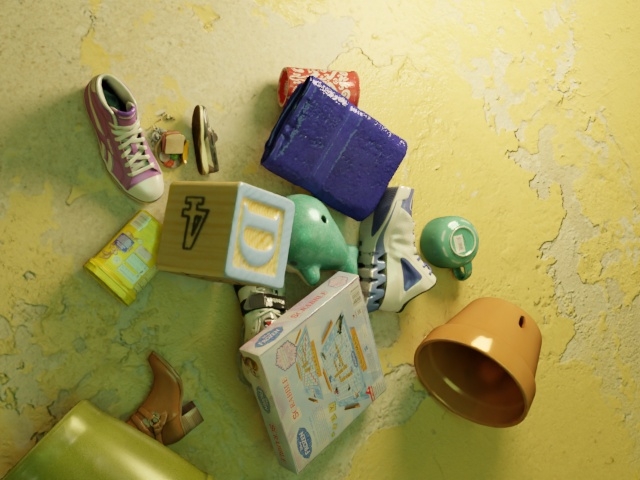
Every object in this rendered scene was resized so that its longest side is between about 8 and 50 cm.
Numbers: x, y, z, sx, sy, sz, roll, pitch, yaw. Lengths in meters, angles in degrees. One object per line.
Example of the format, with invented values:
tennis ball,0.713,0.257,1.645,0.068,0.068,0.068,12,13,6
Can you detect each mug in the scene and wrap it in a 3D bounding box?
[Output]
mug,-0.006,-0.326,1.825,0.169,0.113,0.150,4,76,-20
mug,0.336,0.011,1.967,0.157,0.097,0.129,33,76,-19

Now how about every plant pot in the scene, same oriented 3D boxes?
plant pot,-0.411,0.503,1.512,0.353,0.366,0.366,44,72,-4
plant pot,0.396,0.272,1.902,0.291,0.291,0.203,50,55,-14

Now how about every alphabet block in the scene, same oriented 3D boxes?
alphabet block,-0.194,-0.011,1.650,0.192,0.197,0.194,20,77,-52

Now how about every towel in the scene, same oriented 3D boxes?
towel,0.031,-0.202,1.801,0.308,0.076,0.228,30,93,-29

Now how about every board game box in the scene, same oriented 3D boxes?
board game box,-0.004,0.282,1.731,0.318,0.065,0.319,-35,122,-37

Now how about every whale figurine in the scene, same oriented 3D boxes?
whale figurine,0.000,0.000,1.788,0.272,0.141,0.216,29,49,-30

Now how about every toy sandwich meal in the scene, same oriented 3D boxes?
toy sandwich meal,-0.316,-0.195,1.717,0.085,0.029,0.086,-11,110,-31

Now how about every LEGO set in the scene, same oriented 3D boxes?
LEGO set,-0.343,-0.240,1.722,0.054,0.023,0.083,11,83,-23

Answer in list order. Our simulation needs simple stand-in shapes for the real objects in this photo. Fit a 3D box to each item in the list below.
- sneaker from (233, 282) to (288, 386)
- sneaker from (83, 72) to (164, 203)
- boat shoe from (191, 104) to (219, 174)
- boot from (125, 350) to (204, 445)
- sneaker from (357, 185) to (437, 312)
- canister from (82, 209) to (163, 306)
sneaker,-0.116,0.160,1.742,0.122,0.146,0.331,-2,87,-22
sneaker,-0.397,-0.205,1.625,0.102,0.161,0.282,-32,102,-23
boat shoe,-0.251,-0.221,1.750,0.049,0.056,0.152,-7,100,-28
boot,-0.353,0.346,1.671,0.152,0.073,0.197,-31,97,-17
sneaker,0.188,0.035,1.899,0.182,0.127,0.316,14,89,-26
canister,-0.390,0.034,1.665,0.126,0.073,0.170,46,70,-15
